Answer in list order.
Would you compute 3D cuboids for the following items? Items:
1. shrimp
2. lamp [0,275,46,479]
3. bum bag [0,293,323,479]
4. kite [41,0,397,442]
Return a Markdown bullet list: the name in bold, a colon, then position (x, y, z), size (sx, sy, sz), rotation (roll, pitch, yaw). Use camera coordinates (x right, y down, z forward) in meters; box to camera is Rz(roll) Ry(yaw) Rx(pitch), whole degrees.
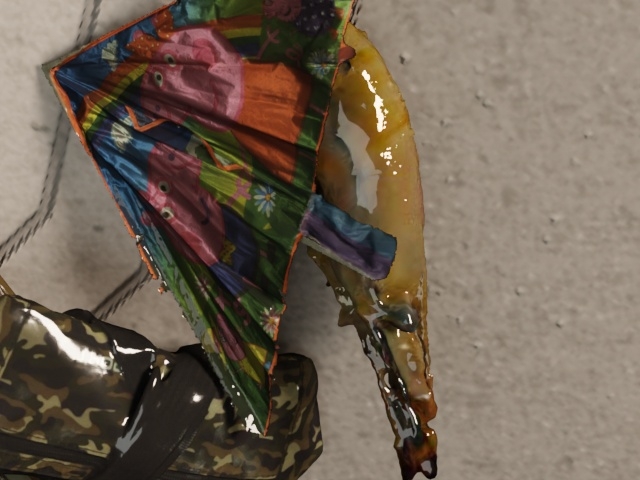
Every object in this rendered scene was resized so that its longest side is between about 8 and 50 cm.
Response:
- **shrimp**: position (0.010, 0.000, 1.034), size (0.117, 0.066, 0.262), rotation (2, 109, 36)
- **lamp**: position (-0.189, 0.099, 1.132), size (0.090, 0.089, 0.325), rotation (-20, 114, 36)
- **bum bag**: position (-0.105, 0.095, 1.076), size (0.248, 0.069, 0.102), rotation (11, 120, -33)
- **kite**: position (-0.053, -0.051, 1.007), size (0.234, 0.016, 0.321), rotation (29, 124, 25)
